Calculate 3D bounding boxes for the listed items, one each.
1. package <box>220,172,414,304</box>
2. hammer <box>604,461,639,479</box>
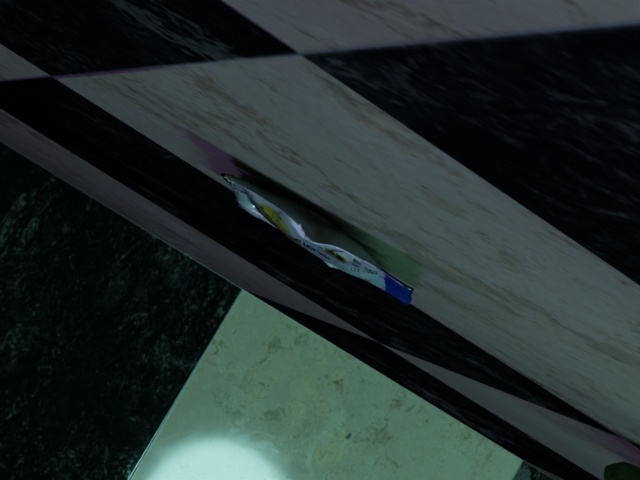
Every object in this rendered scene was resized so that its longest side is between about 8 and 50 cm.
[{"bbox_3d":[0.000,0.000,1.248,0.173,0.027,0.171,33,175,6],"label":"package"},{"bbox_3d":[0.413,0.315,1.541,0.335,0.119,0.206,38,173,-9],"label":"hammer"}]
